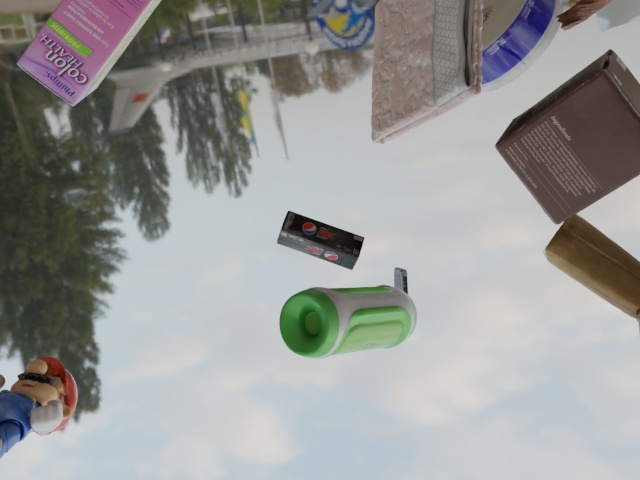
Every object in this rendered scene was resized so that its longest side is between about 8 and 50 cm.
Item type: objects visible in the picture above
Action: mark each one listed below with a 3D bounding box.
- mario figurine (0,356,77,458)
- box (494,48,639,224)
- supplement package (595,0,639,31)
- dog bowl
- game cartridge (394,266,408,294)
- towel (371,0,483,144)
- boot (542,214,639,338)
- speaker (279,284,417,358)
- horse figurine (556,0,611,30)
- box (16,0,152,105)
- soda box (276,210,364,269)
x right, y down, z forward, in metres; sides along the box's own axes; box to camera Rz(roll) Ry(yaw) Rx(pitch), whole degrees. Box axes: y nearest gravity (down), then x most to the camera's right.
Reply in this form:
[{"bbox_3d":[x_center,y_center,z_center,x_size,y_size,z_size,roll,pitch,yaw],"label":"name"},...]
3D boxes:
[{"bbox_3d":[-0.547,0.280,1.387,0.170,0.198,0.320,-47,178,14],"label":"mario figurine"},{"bbox_3d":[0.418,-0.164,1.234,0.203,0.167,0.168,-36,-176,33],"label":"box"},{"bbox_3d":[0.603,-0.527,1.351,0.262,0.199,0.198,-10,-147,35],"label":"supplement package"},{"bbox_3d":[0.395,-0.464,1.719,0.265,0.104,0.265,-41,-152,28],"label":"dog bowl"},{"bbox_3d":[0.182,0.103,1.758,0.017,0.083,0.056,-5,-174,-18],"label":"game cartridge"},{"bbox_3d":[0.205,-0.395,1.578,0.053,0.332,0.317,13,163,-30],"label":"towel"},{"bbox_3d":[0.482,0.091,1.284,0.269,0.089,0.236,38,-142,12],"label":"boot"},{"bbox_3d":[0.059,0.145,1.426,0.131,0.131,0.296,3,180,37],"label":"speaker"},{"bbox_3d":[0.345,-0.389,0.939,0.066,0.264,0.174,6,173,-20],"label":"horse figurine"},{"bbox_3d":[-0.399,-0.385,1.389,0.243,0.117,0.213,-50,-163,12],"label":"box"},{"bbox_3d":[0.000,0.000,1.589,0.168,0.060,0.053,20,-123,-2],"label":"soda box"}]
